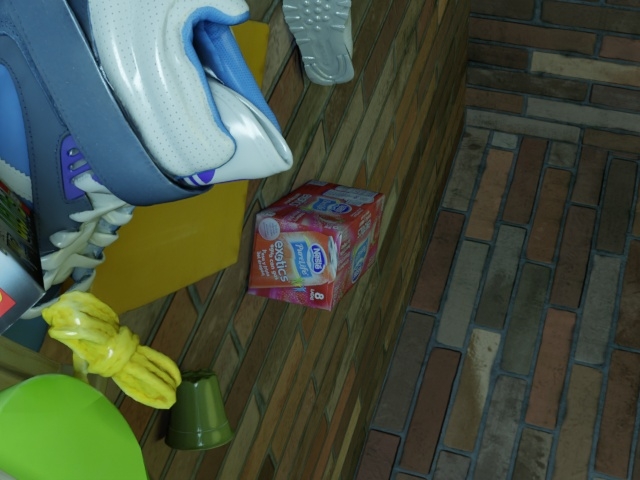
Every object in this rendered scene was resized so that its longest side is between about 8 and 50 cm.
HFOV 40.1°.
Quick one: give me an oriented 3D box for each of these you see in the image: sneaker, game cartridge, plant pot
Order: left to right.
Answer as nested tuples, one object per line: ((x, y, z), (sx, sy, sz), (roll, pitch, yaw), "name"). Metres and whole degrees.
((-0.139, -0.027, 0.560), (0.130, 0.237, 0.322), (-43, 142, -65), "sneaker")
((-0.147, -0.087, 0.865), (0.324, 0.053, 0.285), (-24, 125, -69), "game cartridge")
((-0.147, 0.197, 1.042), (0.083, 0.083, 0.079), (-29, 116, -71), "plant pot")
((0.002, -0.316, 1.182), (0.235, 0.090, 0.094), (84, 10, -59), "sneaker")

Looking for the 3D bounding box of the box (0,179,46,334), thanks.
((-0.180, -0.026, 0.397), (0.036, 0.114, 0.207), (-43, -161, -8), "box")

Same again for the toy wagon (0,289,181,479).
((-0.095, 0.167, 0.241), (0.267, 0.068, 0.344), (49, 26, -38), "toy wagon")

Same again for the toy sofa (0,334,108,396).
((-0.252, 0.085, 0.390), (0.362, 0.177, 0.150), (64, 31, -67), "toy sofa")

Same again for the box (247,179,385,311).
((0.000, 0.000, 1.304), (0.257, 0.128, 0.122), (-41, 140, -67), "box")
